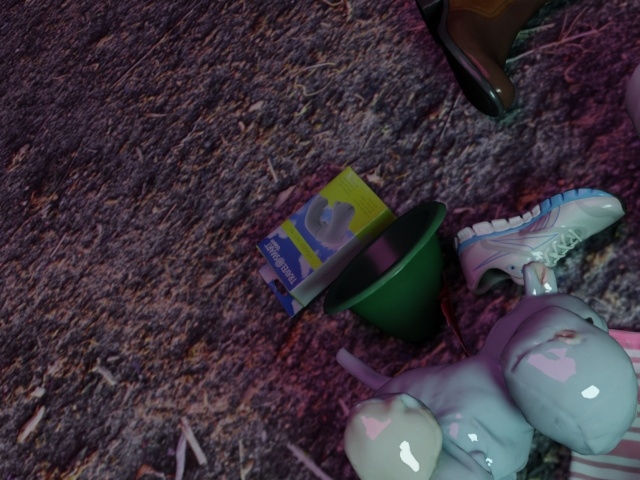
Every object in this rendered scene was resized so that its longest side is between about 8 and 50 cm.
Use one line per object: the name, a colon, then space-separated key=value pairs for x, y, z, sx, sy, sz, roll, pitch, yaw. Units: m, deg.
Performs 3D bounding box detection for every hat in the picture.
hat: x=0.121 y=0.086 z=1.012 sx=0.173 sy=0.183 sz=0.208 roll=-35 pitch=12 yaw=41

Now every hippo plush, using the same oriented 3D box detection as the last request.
hippo plush: x=0.169 y=0.167 z=0.797 sx=0.236 sy=0.234 sz=0.294 roll=-31 pitch=4 yaw=5

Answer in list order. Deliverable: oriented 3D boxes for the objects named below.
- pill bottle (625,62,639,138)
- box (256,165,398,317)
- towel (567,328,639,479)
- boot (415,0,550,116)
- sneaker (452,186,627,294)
pill bottle: x=0.388 y=-0.056 z=0.825 sx=0.161 sy=0.161 sz=0.283 roll=-27 pitch=46 yaw=17
box: x=0.000 y=0.000 z=1.146 sx=0.178 sy=0.042 sz=0.109 roll=-41 pitch=44 yaw=2
towel: x=0.293 y=0.169 z=0.820 sx=0.144 sy=0.029 sz=0.197 roll=-3 pitch=57 yaw=35
boot: x=0.283 y=-0.296 z=1.157 sx=0.280 sy=0.096 sz=0.264 roll=-25 pitch=39 yaw=9
sneaker: x=0.232 y=0.009 z=0.963 sx=0.190 sy=0.071 sz=0.083 roll=-24 pitch=53 yaw=31
